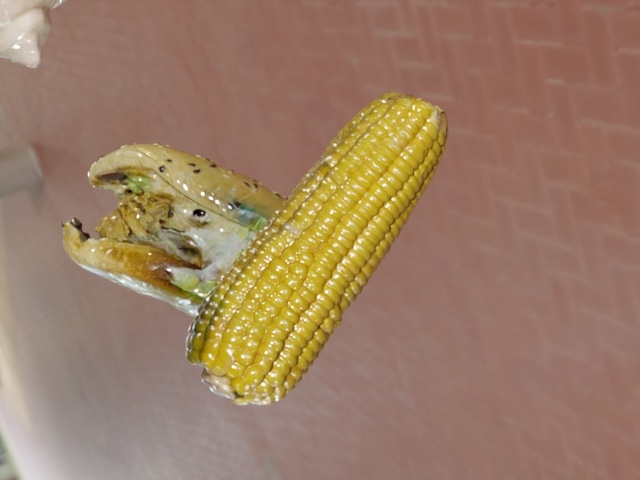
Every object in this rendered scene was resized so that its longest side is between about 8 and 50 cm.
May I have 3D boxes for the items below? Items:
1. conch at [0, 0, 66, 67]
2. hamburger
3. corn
[{"bbox_3d":[-0.145,-0.153,0.431,0.104,0.094,0.176,-26,76,59],"label":"conch"},{"bbox_3d":[-0.145,-0.005,1.275,0.288,0.168,0.192,25,168,-16],"label":"hamburger"},{"bbox_3d":[0.000,0.000,0.692,0.080,0.231,0.080,32,167,9],"label":"corn"}]
